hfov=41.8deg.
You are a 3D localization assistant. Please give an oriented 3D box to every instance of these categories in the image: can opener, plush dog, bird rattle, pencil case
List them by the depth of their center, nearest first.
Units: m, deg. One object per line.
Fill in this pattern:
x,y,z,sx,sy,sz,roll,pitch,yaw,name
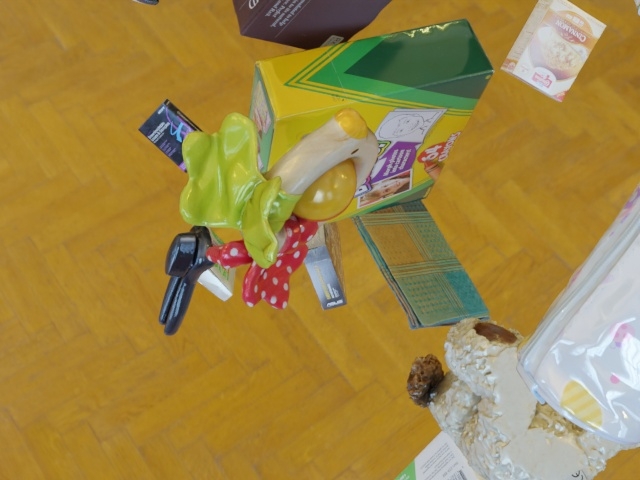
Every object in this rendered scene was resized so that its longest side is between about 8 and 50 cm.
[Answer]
0.245,0.009,0.570,0.124,0.273,0.113,8,29,-35,pencil case
-0.021,-0.030,0.829,0.207,0.253,0.143,-39,66,-4,bird rattle
0.219,0.213,0.984,0.262,0.225,0.211,22,89,-10,plush dog
-0.197,0.056,1.195,0.073,0.186,0.059,6,37,-24,can opener

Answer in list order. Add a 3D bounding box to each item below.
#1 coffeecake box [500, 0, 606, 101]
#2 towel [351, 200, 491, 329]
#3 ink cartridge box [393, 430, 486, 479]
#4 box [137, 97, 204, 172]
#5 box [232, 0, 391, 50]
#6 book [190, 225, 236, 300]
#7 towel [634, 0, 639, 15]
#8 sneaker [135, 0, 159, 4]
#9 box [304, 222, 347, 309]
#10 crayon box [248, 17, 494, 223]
0.505,-0.420,1.824,0.142,0.068,0.186,24,103,-20,coffeecake box
0.224,0.044,1.950,0.271,0.040,0.370,-1,52,-42,towel
0.263,0.495,1.437,0.121,0.211,0.289,8,41,-39,ink cartridge box
-0.353,-0.255,2.055,0.162,0.116,0.029,43,35,-13,box
-0.019,-0.388,1.117,0.167,0.168,0.203,3,64,-39,box
-0.181,0.032,1.390,0.035,0.144,0.096,-38,111,13,book
0.465,-0.394,1.155,0.023,0.113,0.152,20,48,-26,towel
-0.220,-0.304,0.850,0.153,0.235,0.094,18,94,21,sneaker
0.000,0.000,1.755,0.056,0.183,0.231,-14,44,8,box
0.048,-0.150,1.252,0.312,0.363,0.106,-16,68,-16,crayon box
